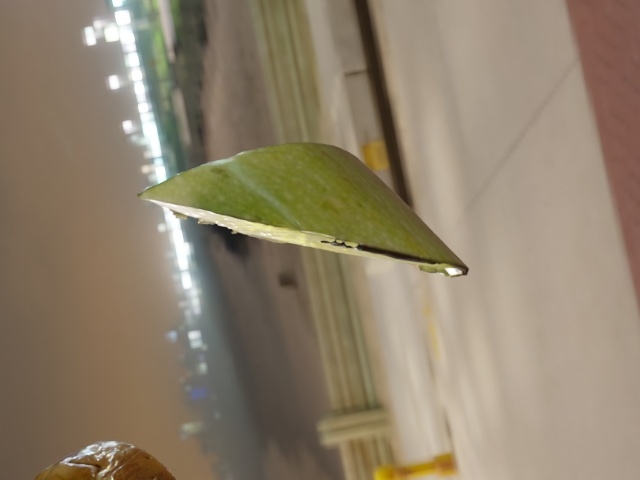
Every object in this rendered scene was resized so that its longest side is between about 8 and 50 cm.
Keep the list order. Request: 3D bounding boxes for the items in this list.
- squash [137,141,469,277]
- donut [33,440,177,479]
[{"bbox_3d":[0.000,0.000,1.330,0.237,0.204,0.155,14,-130,-57],"label":"squash"},{"bbox_3d":[-0.233,0.336,1.700,0.227,0.114,0.226,19,121,33],"label":"donut"}]
